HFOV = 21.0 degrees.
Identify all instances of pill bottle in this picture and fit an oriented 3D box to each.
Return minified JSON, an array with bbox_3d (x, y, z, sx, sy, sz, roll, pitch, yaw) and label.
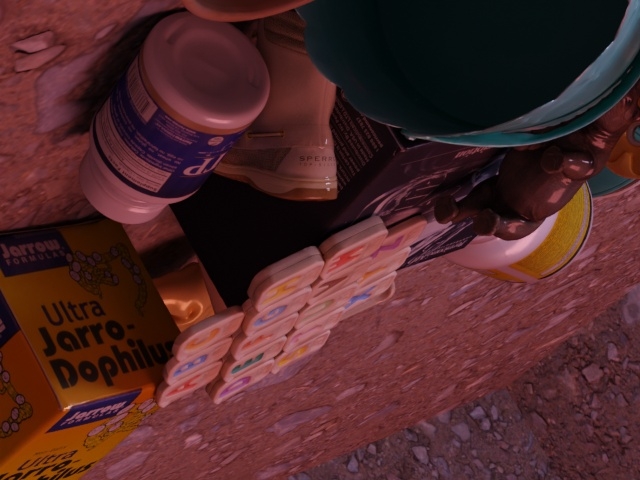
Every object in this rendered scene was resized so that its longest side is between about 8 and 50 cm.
[{"bbox_3d":[0.216,-0.052,2.109,0.188,0.188,0.334,-34,165,12],"label":"pill bottle"},{"bbox_3d":[-0.131,-0.096,1.452,0.112,0.112,0.186,-18,161,-39],"label":"pill bottle"}]

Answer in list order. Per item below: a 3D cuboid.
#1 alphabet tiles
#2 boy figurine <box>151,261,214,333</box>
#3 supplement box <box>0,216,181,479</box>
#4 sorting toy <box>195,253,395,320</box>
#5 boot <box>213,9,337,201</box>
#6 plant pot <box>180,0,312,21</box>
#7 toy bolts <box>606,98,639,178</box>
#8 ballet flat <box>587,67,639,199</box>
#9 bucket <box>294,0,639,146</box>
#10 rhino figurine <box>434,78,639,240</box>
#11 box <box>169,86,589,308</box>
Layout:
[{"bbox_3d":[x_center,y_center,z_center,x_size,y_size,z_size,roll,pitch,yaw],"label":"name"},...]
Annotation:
[{"bbox_3d":[-0.026,0.071,1.648,0.278,0.021,0.284,-25,162,-25],"label":"alphabet tiles"},{"bbox_3d":[-0.172,0.067,1.946,0.285,0.092,0.177,-34,164,11],"label":"boy figurine"},{"bbox_3d":[-0.326,0.158,1.744,0.194,0.195,0.356,-12,156,-51],"label":"supplement box"},{"bbox_3d":[-0.034,0.009,1.874,0.208,0.193,0.038,-22,-167,-24],"label":"sorting toy"},{"bbox_3d":[-0.046,-0.132,1.491,0.077,0.165,0.213,-2,-165,-32],"label":"boot"},{"bbox_3d":[-0.015,-0.258,1.151,0.237,0.109,0.237,-28,164,-9],"label":"plant pot"},{"bbox_3d":[0.302,-0.194,1.839,0.158,0.218,0.228,5,124,-56],"label":"toy bolts"},{"bbox_3d":[0.431,-0.183,2.247,0.139,0.139,0.400,-21,162,-31],"label":"ballet flat"},{"bbox_3d":[0.130,-0.206,1.319,0.281,0.281,0.183,-35,168,17],"label":"bucket"},{"bbox_3d":[0.220,-0.081,1.566,0.243,0.073,0.106,-42,157,29],"label":"rhino figurine"},{"bbox_3d":[0.073,-0.104,1.687,0.343,0.179,0.312,-17,160,-41],"label":"box"}]
